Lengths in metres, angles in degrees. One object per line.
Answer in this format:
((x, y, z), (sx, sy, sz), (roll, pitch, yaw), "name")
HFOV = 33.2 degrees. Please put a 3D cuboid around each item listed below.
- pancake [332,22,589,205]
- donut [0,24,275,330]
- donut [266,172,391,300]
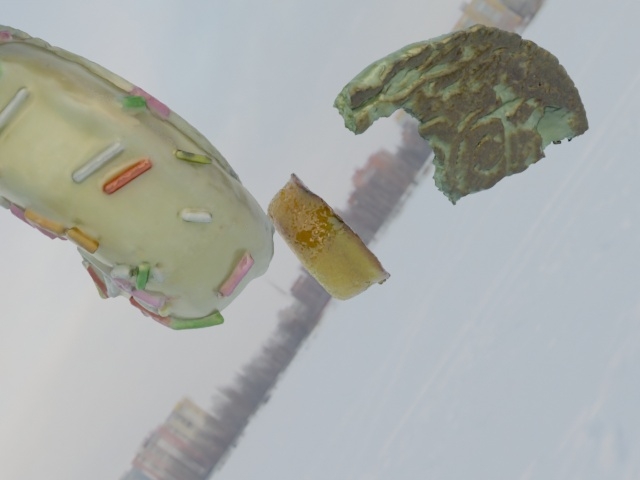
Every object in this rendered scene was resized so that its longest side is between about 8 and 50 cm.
((0.167, -0.136, 1.174), (0.054, 0.377, 0.197), (33, 108, 49), "pancake")
((-0.196, -0.040, 1.012), (0.150, 0.307, 0.371), (-58, -39, -13), "donut")
((0.000, 0.001, 1.362), (0.074, 0.190, 0.174), (-43, -40, -1), "donut")
